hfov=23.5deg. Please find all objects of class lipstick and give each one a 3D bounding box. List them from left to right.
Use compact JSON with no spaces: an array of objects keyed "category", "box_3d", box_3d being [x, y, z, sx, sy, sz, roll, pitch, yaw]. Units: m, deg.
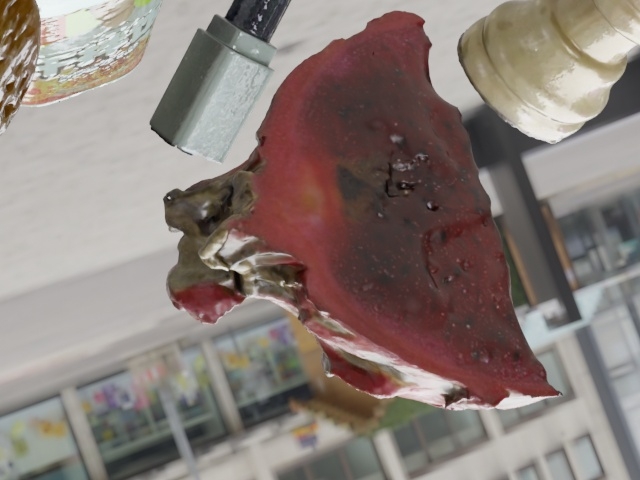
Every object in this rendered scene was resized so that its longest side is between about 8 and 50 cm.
[{"category":"lipstick","box_3d":[-0.025,-0.081,0.563,0.025,0.025,0.107,23,101,-42]}]

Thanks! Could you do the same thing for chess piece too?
[{"category":"chess piece","box_3d":[0.270,-0.204,1.273,0.307,0.139,0.124,-34,-167,42]}]

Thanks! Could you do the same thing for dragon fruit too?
[{"category":"dragon fruit","box_3d":[0.000,0.000,0.926,0.211,0.262,0.134,1,154,-34]}]

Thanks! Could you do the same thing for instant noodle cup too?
[{"category":"instant noodle cup","box_3d":[-0.282,-0.300,1.608,0.293,0.294,0.308,-19,165,-17]}]

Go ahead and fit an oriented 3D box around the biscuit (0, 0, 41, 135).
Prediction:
[{"category":"biscuit","box_3d":[-0.204,-0.086,0.658,0.367,0.063,0.314,-65,173,11]}]
